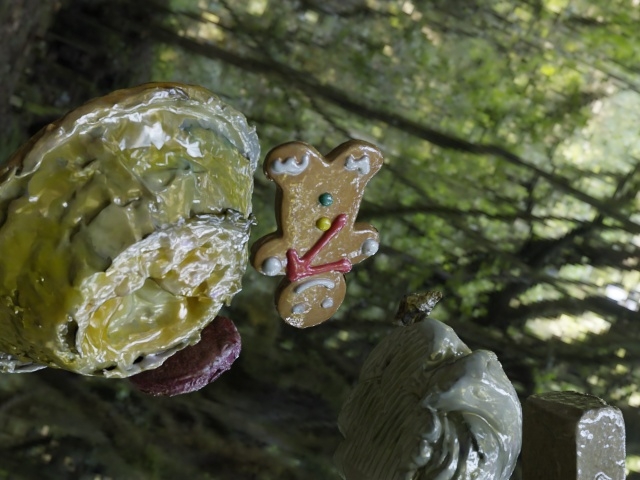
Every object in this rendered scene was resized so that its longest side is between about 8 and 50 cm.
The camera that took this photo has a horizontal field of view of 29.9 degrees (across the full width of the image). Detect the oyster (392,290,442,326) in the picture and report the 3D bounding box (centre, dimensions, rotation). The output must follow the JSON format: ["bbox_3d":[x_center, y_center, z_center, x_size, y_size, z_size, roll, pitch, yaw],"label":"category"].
[{"bbox_3d":[0.158,0.114,1.994,0.093,0.051,0.034,-54,-152,23],"label":"oyster"}]

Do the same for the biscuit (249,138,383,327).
[{"bbox_3d":[0.000,0.000,1.838,0.047,0.216,0.340,-124,-143,-50],"label":"biscuit"}]

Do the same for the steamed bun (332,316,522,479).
[{"bbox_3d":[0.204,0.327,2.069,0.339,0.247,0.352,-64,-153,1],"label":"steamed bun"}]

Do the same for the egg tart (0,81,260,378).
[{"bbox_3d":[-0.155,0.016,0.985,0.120,0.315,0.315,47,-58,28],"label":"egg tart"}]

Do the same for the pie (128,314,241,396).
[{"bbox_3d":[-0.207,0.168,1.807,0.182,0.182,0.049,-110,-177,-64],"label":"pie"}]

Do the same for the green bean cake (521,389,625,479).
[{"bbox_3d":[0.306,0.279,1.456,0.109,0.085,0.179,8,-79,61],"label":"green bean cake"}]
